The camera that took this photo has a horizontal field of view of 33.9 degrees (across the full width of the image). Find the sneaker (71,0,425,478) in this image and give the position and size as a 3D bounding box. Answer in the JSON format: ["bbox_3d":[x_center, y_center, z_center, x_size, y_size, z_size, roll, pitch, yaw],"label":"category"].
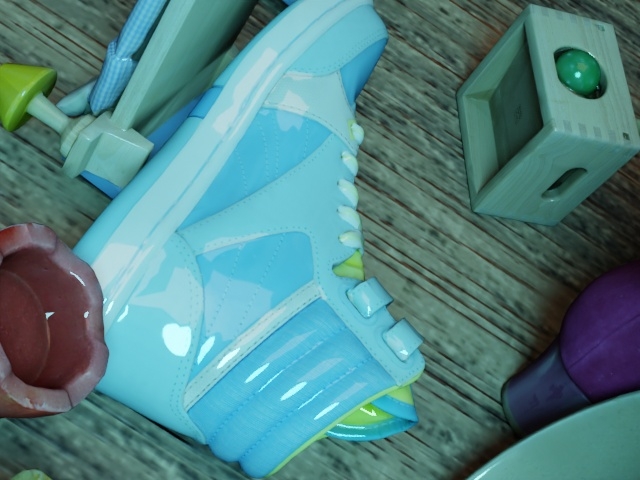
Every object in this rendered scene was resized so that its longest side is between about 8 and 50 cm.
[{"bbox_3d":[0.000,0.000,0.626,0.208,0.127,0.319,35,63,0],"label":"sneaker"}]

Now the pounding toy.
[{"bbox_3d":[0.179,-0.084,0.744,0.100,0.141,0.130,9,59,-21],"label":"pounding toy"}]

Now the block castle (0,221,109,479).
[{"bbox_3d":[-0.221,0.130,0.293,0.303,0.213,0.453,50,34,-41],"label":"block castle"}]

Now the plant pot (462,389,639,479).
[{"bbox_3d":[0.182,0.257,0.504,0.274,0.256,0.256,53,53,-8],"label":"plant pot"}]

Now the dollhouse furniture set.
[{"bbox_3d":[-0.080,-0.227,0.619,0.198,0.286,0.303,38,42,0],"label":"dollhouse furniture set"}]

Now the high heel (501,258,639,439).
[{"bbox_3d":[0.306,0.042,0.703,0.377,0.181,0.127,-19,71,-32],"label":"high heel"}]
